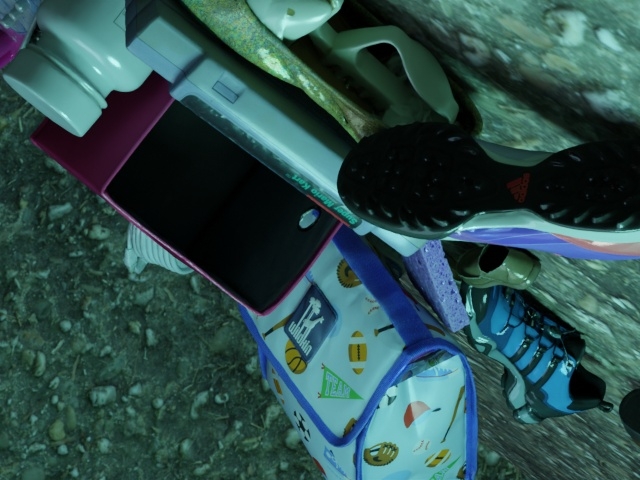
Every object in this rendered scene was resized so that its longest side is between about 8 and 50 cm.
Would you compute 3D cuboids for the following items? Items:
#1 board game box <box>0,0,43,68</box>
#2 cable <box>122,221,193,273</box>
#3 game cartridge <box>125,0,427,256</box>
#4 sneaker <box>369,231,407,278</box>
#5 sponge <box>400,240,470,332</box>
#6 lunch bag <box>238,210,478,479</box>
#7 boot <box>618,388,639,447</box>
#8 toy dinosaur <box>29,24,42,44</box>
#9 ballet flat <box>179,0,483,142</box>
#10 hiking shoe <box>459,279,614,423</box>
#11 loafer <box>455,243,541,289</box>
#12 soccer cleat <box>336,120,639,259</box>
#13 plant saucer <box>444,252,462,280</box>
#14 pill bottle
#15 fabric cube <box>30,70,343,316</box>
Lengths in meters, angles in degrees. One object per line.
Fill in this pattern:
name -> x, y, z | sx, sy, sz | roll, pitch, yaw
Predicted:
board game box -> -0.470, -0.397, 1.739 | 0.390, 0.050, 0.390 | 48, 158, -4
cable -> -0.172, -0.078, 2.099 | 0.089, 0.257, 0.257 | 29, 149, 12
game cartridge -> -0.041, -0.144, 1.442 | 0.355, 0.068, 0.230 | 36, -152, -27
sneaker -> 0.000, 0.000, 2.194 | 0.330, 0.147, 0.129 | 44, 169, -37
sponge -> 0.122, 0.008, 1.845 | 0.117, 0.031, 0.210 | 54, 170, 46
lunch bag -> 0.051, 0.156, 2.046 | 0.328, 0.238, 0.385 | 54, 158, 35
boot -> 0.535, 0.332, 2.032 | 0.264, 0.096, 0.280 | 30, 170, 37
toy dinosaur -> -0.286, -0.295, 1.901 | 0.218, 0.164, 0.322 | 5, 133, 46
ballet flat -> 0.012, -0.181, 1.341 | 0.348, 0.123, 0.123 | 40, 171, -20
hiking shoe -> 0.281, 0.122, 1.981 | 0.132, 0.113, 0.304 | -9, 136, 28
loafer -> 0.209, 0.025, 1.823 | 0.050, 0.056, 0.148 | 41, 160, -24
soccer cleat -> 0.164, -0.030, 1.281 | 0.318, 0.109, 0.116 | 4, 157, 30
plant saucer -> 0.168, 0.027, 2.111 | 0.083, 0.015, 0.083 | 35, 172, 6
pill bottle -> -0.214, -0.226, 1.537 | 0.131, 0.229, 0.131 | 36, 171, 6
fabric cube -> -0.125, -0.109, 1.700 | 0.259, 0.254, 0.258 | 40, 174, -31
